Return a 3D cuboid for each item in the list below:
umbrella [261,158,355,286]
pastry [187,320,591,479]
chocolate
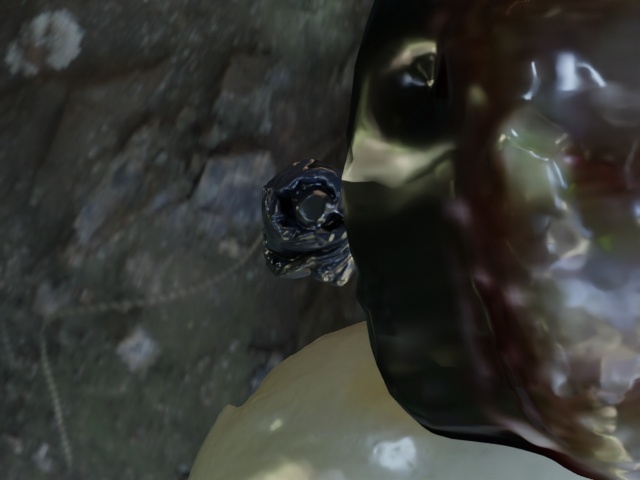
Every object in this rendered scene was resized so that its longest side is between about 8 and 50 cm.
[{"bbox_3d":[-0.004,-0.007,1.082,0.071,0.248,0.071,0,89,0],"label":"umbrella"},{"bbox_3d":[0.055,0.157,0.861,0.265,0.133,0.265,17,132,20],"label":"pastry"},{"bbox_3d":[0.178,-0.059,0.680,0.210,0.340,0.225,-1,124,38],"label":"chocolate"}]
